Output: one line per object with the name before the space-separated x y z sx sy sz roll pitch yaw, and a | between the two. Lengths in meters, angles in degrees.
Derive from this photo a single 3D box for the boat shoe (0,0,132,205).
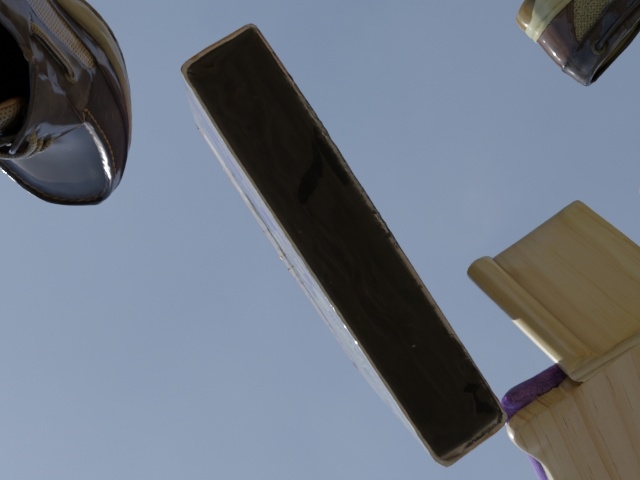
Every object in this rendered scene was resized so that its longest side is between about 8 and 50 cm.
boat shoe | -0.212 -0.110 0.683 0.355 0.132 0.130 68 -158 -57

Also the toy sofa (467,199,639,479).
toy sofa | 0.241 0.158 1.012 0.177 0.150 0.362 -34 -49 -4

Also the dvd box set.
dvd box set | 0.000 0.000 0.920 0.062 0.420 0.308 -33 -87 -3

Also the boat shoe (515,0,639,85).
boat shoe | 0.151 -0.121 0.458 0.049 0.152 0.056 54 -161 6
